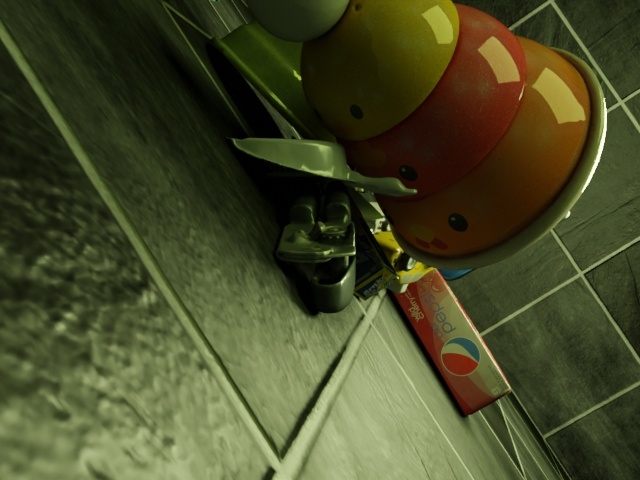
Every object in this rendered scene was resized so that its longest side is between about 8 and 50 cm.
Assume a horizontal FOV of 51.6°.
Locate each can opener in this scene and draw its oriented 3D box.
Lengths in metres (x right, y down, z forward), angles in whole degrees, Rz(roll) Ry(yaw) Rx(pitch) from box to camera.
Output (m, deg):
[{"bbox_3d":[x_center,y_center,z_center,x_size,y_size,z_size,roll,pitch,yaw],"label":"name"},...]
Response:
[{"bbox_3d":[0.000,0.000,0.737,0.283,0.075,0.095,-83,171,-76],"label":"can opener"}]

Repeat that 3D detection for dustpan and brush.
[{"bbox_3d":[0.008,-0.085,0.777,0.147,0.211,0.060,-25,118,-80],"label":"dustpan and brush"}]

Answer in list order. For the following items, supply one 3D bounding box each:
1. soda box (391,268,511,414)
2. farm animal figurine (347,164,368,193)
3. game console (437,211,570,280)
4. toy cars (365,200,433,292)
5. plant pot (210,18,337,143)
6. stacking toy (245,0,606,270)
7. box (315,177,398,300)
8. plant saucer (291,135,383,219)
[{"bbox_3d":[0.223,0.166,1.152,0.263,0.092,0.083,60,8,20],"label":"soda box"},{"bbox_3d":[0.190,-0.177,1.438,0.330,0.326,0.172,-25,122,-79],"label":"farm animal figurine"},{"bbox_3d":[0.330,0.019,1.376,0.173,0.293,0.250,57,-12,31],"label":"game console"},{"bbox_3d":[0.116,0.005,1.155,0.176,0.087,0.394,17,15,-6],"label":"toy cars"},{"bbox_3d":[0.016,-0.297,1.031,0.276,0.254,0.276,46,5,-5],"label":"plant pot"},{"bbox_3d":[0.089,-0.203,0.823,0.479,0.350,0.351,31,23,-33],"label":"stacking toy"},{"bbox_3d":[0.037,-0.006,0.898,0.054,0.059,0.169,36,22,-57],"label":"box"},{"bbox_3d":[0.016,-0.087,1.046,0.195,0.037,0.195,42,3,-3],"label":"plant saucer"}]
